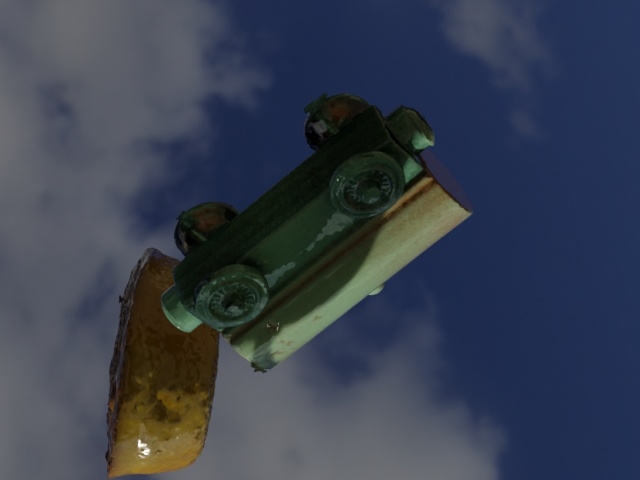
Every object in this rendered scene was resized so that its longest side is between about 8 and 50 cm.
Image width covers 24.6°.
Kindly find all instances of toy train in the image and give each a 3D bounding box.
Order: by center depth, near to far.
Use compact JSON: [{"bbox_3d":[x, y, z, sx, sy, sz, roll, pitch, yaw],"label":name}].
[{"bbox_3d":[0.000,0.000,1.285,0.177,0.285,0.116,39,-162,-40],"label":"toy train"}]

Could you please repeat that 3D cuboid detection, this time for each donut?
[{"bbox_3d":[-0.179,0.140,1.655,0.109,0.277,0.277,7,-121,-10],"label":"donut"}]
